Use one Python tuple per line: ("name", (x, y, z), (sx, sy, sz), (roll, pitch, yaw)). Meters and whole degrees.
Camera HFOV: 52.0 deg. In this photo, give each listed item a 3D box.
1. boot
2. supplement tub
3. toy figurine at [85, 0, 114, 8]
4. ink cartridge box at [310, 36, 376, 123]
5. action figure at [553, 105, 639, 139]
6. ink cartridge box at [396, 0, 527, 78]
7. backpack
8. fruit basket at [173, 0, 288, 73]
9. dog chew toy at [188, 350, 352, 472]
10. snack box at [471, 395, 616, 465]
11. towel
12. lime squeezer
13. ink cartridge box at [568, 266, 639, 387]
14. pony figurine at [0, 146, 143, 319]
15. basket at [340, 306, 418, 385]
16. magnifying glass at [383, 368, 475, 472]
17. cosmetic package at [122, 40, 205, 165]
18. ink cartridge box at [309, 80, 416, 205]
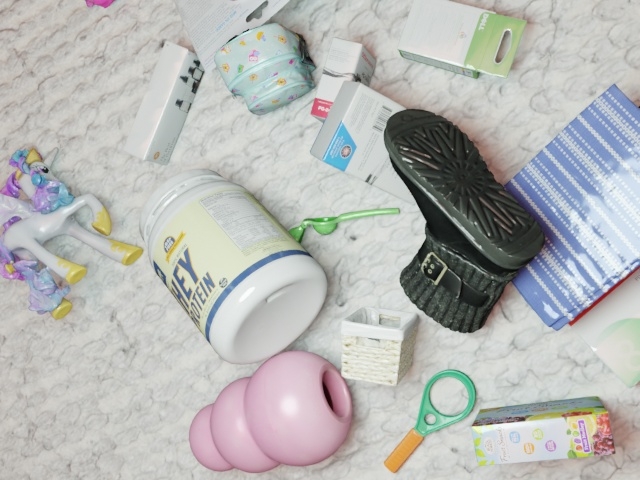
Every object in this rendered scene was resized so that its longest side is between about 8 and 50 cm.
("boot", (0.197, -0.026, 1.121), (0.131, 0.260, 0.348), (-22, 65, -25))
("supplement tub", (-0.168, 0.039, 1.204), (0.235, 0.235, 0.325), (-51, 58, 10))
("toy figurine", (-0.510, -0.577, 1.432), (0.173, 0.130, 0.159), (-27, 90, 37))
("ink cartridge box", (0.045, -0.291, 1.237), (0.063, 0.109, 0.150), (19, 94, 18))
("action figure", (0.500, -0.163, 1.076), (0.276, 0.141, 0.164), (-43, 78, 9))
("ink cartridge box", (0.257, -0.366, 1.197), (0.209, 0.062, 0.109), (21, 95, 17))
("backpack", (-0.104, -0.325, 1.244), (0.166, 0.188, 0.144), (-22, 82, 15))
("fruit basket", (-0.176, -0.561, 1.274), (0.327, 0.165, 0.353), (-32, 82, 32))
("dog chew toy", (-0.108, 0.337, 1.228), (0.332, 0.206, 0.206), (-27, 81, 24))
("snack box", (0.364, 0.312, 1.084), (0.207, 0.174, 0.070), (-10, 82, 18))
("towel", (0.418, -0.044, 1.048), (0.336, 0.040, 0.243), (-48, 63, 29))
("lime squeezer", (0.000, 0.000, 1.271), (0.310, 0.059, 0.110), (-39, 77, 12))
("ink cartridge box", (0.508, 0.105, 1.110), (0.181, 0.056, 0.224), (-44, 78, 11))
("pony figurine", (-0.617, -0.013, 1.382), (0.363, 0.303, 0.351), (41, 68, 18))
("basket", (0.106, 0.186, 1.176), (0.113, 0.167, 0.103), (6, 95, 18))
("magnifying glass", (0.198, 0.337, 1.216), (0.092, 0.026, 0.231), (39, 98, 14))
("cosmetic package", (-0.317, -0.279, 1.358), (0.060, 0.099, 0.239), (25, 97, 17))
("ink cartridge box", (0.107, -0.173, 1.173), (0.203, 0.086, 0.148), (24, 97, -24))
